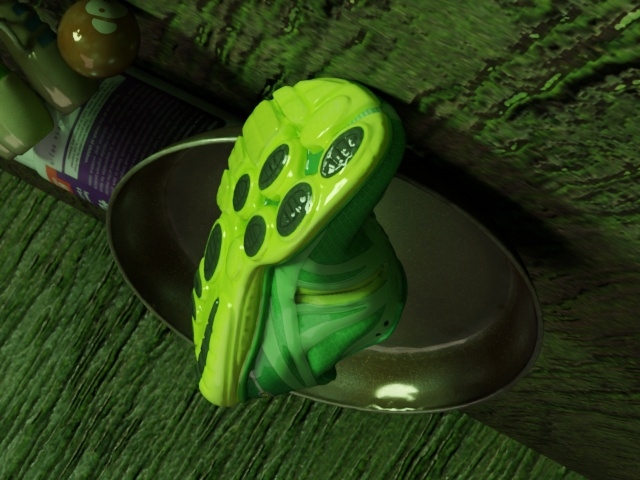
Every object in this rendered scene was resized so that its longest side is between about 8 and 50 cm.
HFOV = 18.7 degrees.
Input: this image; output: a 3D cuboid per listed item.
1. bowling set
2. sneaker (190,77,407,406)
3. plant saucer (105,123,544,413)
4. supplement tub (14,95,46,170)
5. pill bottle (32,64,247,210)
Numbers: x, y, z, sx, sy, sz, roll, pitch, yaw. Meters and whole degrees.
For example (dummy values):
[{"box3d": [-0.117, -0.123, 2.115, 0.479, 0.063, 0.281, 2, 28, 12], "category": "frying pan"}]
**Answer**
[{"box3d": [-0.226, -0.132, 1.283, 0.154, 0.200, 0.287, 50, -163, -9], "category": "bowling set"}, {"box3d": [0.000, 0.000, 1.212, 0.123, 0.109, 0.295, -1, 147, -20], "category": "sneaker"}, {"box3d": [0.006, 0.016, 1.341, 0.310, 0.050, 0.310, 13, 145, 10], "category": "plant saucer"}, {"box3d": [-0.280, -0.106, 1.972, 0.107, 0.071, 0.071, 25, 173, 20], "category": "supplement tub"}, {"box3d": [-0.107, -0.056, 1.452, 0.193, 0.108, 0.108, 26, 174, 15], "category": "pill bottle"}]
